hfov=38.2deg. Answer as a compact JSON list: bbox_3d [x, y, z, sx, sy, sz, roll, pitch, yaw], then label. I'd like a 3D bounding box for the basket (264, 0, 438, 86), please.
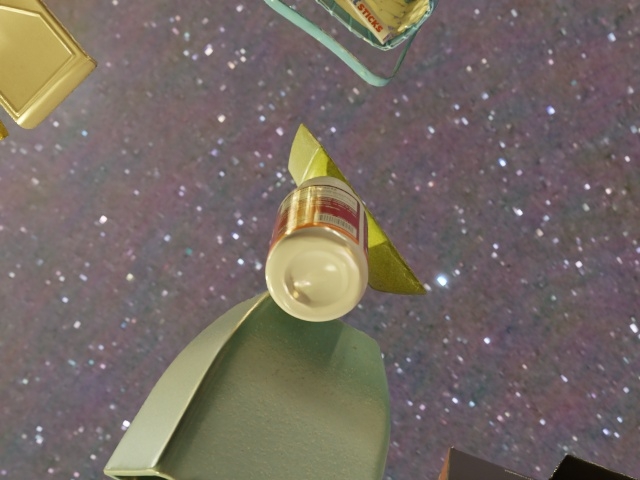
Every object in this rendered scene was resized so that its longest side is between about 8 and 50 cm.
[{"bbox_3d":[0.064,-0.416,1.505,0.289,0.255,0.201,-59,-168,-26],"label":"basket"}]

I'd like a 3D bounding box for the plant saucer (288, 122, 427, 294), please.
[{"bbox_3d":[0.027,-0.027,0.989,0.045,0.188,0.188,-36,-164,3],"label":"plant saucer"}]

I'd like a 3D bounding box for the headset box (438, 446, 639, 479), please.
[{"bbox_3d":[0.147,0.287,0.593,0.218,0.110,0.293,18,-85,9],"label":"headset box"}]

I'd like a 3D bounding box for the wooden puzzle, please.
[{"bbox_3d":[-0.159,-0.102,0.483,0.116,0.078,0.014,-25,-160,32],"label":"wooden puzzle"}]

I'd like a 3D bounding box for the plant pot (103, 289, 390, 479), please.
[{"bbox_3d":[-0.063,0.201,1.067,0.248,0.247,0.252,-28,-144,61],"label":"plant pot"}]

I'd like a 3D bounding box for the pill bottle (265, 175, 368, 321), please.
[{"bbox_3d":[0.000,0.000,0.816,0.086,0.086,0.152,-33,-161,17],"label":"pill bottle"}]

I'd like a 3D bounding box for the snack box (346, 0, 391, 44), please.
[{"bbox_3d":[0.043,-0.371,1.388,0.022,0.178,0.064,-40,-179,9],"label":"snack box"}]
